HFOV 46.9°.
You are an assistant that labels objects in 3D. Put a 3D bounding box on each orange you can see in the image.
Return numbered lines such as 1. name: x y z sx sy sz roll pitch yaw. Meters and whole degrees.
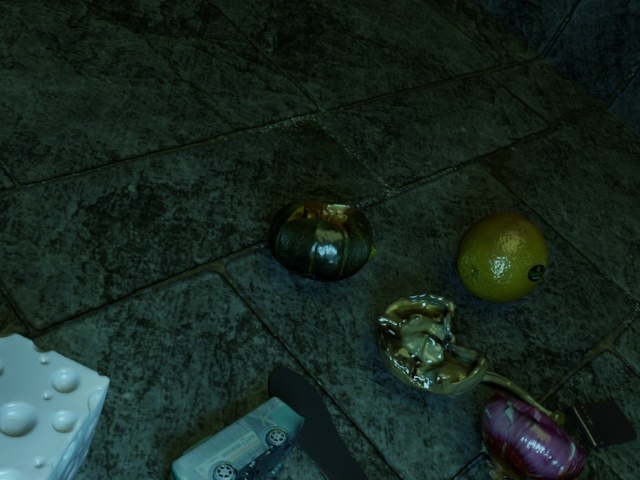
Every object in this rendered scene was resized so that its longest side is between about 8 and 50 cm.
1. orange: 0.445 0.042 1.810 0.236 0.236 0.236 15 42 -14

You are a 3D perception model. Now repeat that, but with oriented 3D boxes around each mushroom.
1. mushroom: 0.397 0.330 1.622 0.306 0.043 0.068 24 21 -1

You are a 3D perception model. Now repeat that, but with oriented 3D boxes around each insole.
1. insole: -0.004 0.363 1.380 0.110 0.012 0.309 -17 58 -40

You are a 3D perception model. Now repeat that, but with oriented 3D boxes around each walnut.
1. walnut: 0.218 0.234 1.545 0.204 0.141 0.238 -10 46 -15

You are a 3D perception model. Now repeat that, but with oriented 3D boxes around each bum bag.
1. bum bag: 0.643 0.413 1.676 0.159 0.026 0.109 -1 47 -30

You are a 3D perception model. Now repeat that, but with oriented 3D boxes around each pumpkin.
1. pumpkin: 0.001 0.003 1.646 0.238 0.159 0.238 5 28 -3

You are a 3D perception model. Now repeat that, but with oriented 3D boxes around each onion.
1. onion: 0.394 0.407 1.441 0.230 0.230 0.163 40 79 14

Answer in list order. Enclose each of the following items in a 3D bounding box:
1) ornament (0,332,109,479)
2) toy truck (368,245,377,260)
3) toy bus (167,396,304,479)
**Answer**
1. ornament: -0.471 0.288 1.024 0.240 0.239 0.239 26 40 -2
2. toy truck: 0.091 0.011 1.774 0.054 0.049 0.083 -19 59 -42
3. toy bus: -0.139 0.367 1.248 0.109 0.091 0.262 37 39 27
